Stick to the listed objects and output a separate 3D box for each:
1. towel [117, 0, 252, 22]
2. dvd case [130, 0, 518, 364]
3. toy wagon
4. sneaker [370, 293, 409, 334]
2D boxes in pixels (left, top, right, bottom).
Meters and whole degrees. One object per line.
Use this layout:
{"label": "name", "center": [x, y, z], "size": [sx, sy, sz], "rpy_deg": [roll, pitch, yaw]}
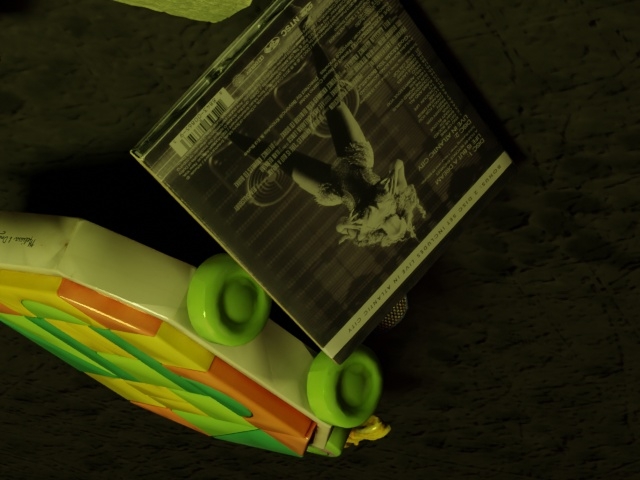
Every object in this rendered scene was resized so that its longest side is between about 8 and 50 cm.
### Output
{"label": "towel", "center": [-0.087, -0.143, 0.924], "size": [0.110, 0.027, 0.148], "rpy_deg": [11, 177, -12]}
{"label": "dvd case", "center": [0.011, -0.045, 0.999], "size": [0.018, 0.164, 0.221], "rpy_deg": [37, 172, 45]}
{"label": "toy wagon", "center": [-0.080, 0.081, 1.215], "size": [0.267, 0.068, 0.344], "rpy_deg": [6, 154, 47]}
{"label": "sneaker", "center": [0.000, 0.000, 1.094], "size": [0.087, 0.083, 0.221], "rpy_deg": [40, 174, 43]}
